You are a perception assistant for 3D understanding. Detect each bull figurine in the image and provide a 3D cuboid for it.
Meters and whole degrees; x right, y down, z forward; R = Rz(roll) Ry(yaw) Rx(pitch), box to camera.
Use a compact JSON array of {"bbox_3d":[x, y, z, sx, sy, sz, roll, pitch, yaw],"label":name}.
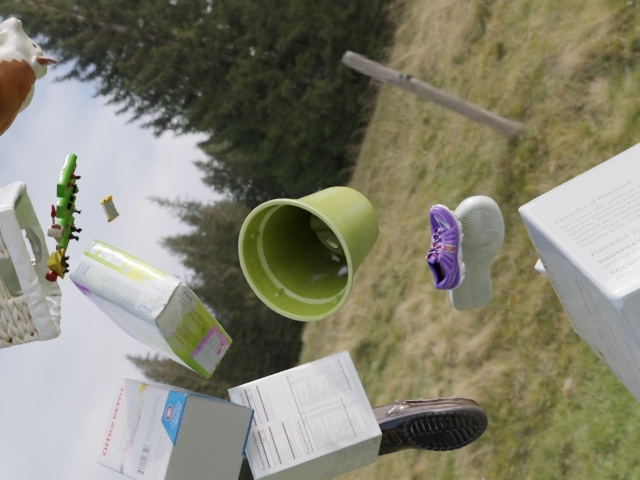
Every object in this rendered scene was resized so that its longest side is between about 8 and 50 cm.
[{"bbox_3d":[-0.453,-0.153,0.884,0.188,0.101,0.310,34,-105,-50],"label":"bull figurine"}]

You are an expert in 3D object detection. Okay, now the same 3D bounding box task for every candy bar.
[{"bbox_3d":[-0.585,-0.089,2.050,0.040,0.018,0.161,-37,-9,-17],"label":"candy bar"}]

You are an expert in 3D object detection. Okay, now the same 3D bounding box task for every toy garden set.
[{"bbox_3d":[-0.584,-0.042,1.706,0.244,0.049,0.203,111,165,-44],"label":"toy garden set"}]

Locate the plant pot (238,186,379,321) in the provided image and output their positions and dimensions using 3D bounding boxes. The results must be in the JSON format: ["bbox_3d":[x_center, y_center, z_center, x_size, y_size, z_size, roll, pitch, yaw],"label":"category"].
[{"bbox_3d":[0.000,0.000,1.646,0.254,0.276,0.276,-39,-28,-54],"label":"plant pot"}]

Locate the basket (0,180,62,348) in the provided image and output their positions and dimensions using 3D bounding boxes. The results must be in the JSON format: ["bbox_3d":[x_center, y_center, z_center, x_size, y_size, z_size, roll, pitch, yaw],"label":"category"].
[{"bbox_3d":[-0.775,0.068,1.708,0.331,0.266,0.328,-144,39,-67],"label":"basket"}]

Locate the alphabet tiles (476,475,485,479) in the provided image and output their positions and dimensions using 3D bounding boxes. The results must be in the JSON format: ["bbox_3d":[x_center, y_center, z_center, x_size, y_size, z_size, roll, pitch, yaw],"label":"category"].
[{"bbox_3d":[0.245,0.663,1.648,0.342,0.011,0.285,-30,-24,-47],"label":"alphabet tiles"}]

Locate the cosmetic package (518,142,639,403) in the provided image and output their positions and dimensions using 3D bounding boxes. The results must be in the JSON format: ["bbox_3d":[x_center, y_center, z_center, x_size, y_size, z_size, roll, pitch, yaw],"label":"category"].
[{"bbox_3d":[0.610,0.060,1.276,0.327,0.329,0.393,-29,22,5],"label":"cosmetic package"}]

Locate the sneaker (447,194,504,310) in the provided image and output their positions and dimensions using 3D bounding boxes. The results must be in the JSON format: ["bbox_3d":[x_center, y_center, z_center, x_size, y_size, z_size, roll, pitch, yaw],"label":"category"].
[{"bbox_3d":[0.310,0.002,1.599,0.350,0.131,0.148,85,176,-50],"label":"sneaker"}]

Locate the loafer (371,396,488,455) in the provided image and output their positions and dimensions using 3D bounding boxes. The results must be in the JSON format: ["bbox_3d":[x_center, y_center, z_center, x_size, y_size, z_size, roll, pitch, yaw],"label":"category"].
[{"bbox_3d":[0.226,0.431,1.811,0.130,0.366,0.133,-69,-39,-54],"label":"loafer"}]

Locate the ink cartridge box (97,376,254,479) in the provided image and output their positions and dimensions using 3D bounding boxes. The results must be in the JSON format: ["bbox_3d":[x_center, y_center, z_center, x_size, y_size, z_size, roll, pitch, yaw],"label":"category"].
[{"bbox_3d":[-0.275,0.367,1.395,0.233,0.168,0.171,2,74,46],"label":"ink cartridge box"}]

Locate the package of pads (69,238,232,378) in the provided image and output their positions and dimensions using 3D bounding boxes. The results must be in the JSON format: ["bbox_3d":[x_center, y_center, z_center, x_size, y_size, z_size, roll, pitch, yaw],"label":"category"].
[{"bbox_3d":[-0.311,0.140,1.405,0.101,0.229,0.296,-58,-27,-20],"label":"package of pads"}]

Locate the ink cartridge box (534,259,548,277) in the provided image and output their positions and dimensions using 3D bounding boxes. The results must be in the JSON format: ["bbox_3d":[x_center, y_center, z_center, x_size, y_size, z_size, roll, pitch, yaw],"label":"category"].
[{"bbox_3d":[0.705,0.031,1.924,0.201,0.117,0.278,-57,7,-1],"label":"ink cartridge box"}]

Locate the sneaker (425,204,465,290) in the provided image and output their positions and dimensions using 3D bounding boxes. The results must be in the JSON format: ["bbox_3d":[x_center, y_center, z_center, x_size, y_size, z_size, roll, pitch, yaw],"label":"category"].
[{"bbox_3d":[0.237,0.015,1.436,0.068,0.071,0.169,-9,91,56],"label":"sneaker"}]

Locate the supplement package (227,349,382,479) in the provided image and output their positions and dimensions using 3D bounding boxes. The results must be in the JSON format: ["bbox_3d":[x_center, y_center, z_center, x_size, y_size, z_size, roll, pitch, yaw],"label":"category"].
[{"bbox_3d":[-0.033,0.391,1.549,0.199,0.263,0.198,90,160,-57],"label":"supplement package"}]
